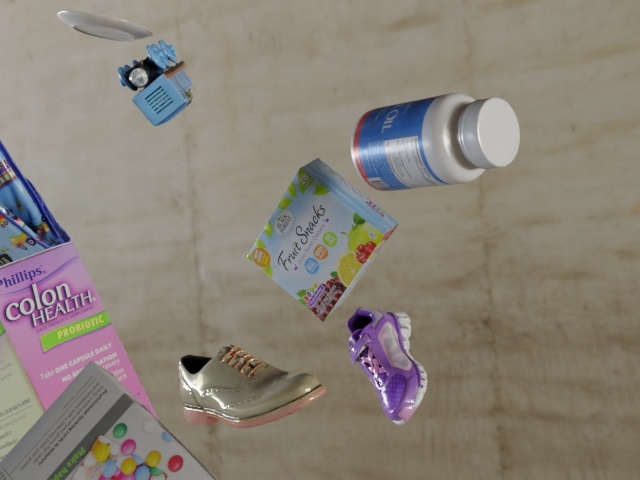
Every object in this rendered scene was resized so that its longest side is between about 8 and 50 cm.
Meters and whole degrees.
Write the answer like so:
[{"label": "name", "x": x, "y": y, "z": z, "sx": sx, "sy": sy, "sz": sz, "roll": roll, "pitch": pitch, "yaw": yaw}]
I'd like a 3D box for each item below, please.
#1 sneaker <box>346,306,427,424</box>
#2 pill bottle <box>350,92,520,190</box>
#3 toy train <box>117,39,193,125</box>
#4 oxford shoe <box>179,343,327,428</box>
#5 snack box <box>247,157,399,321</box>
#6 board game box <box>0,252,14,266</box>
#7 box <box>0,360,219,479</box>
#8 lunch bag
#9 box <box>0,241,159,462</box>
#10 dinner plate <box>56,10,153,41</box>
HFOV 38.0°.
[{"label": "sneaker", "x": 0.094, "y": 0.188, "z": 1.462, "sx": 0.105, "sy": 0.095, "sz": 0.236, "roll": 27, "pitch": -153, "yaw": -24}, {"label": "pill bottle", "x": 0.158, "y": -0.136, "z": 1.276, "sx": 0.124, "sy": 0.124, "sz": 0.222, "roll": -4, "pitch": 180, "yaw": -43}, {"label": "toy train", "x": -0.241, "y": -0.238, "z": 1.402, "sx": 0.080, "sy": 0.105, "sz": 0.184, "roll": -34, "pitch": -167, "yaw": 10}, {"label": "oxford shoe", "x": -0.158, "y": 0.284, "z": 1.856, "sx": 0.397, "sy": 0.146, "sz": 0.140, "roll": -12, "pitch": -172, "yaw": 41}, {"label": "snack box", "x": 0.000, "y": 0.000, "z": 1.514, "sx": 0.207, "sy": 0.174, "sz": 0.070, "roll": -56, "pitch": 169, "yaw": 32}, {"label": "board game box", "x": -0.440, "y": 0.128, "z": 1.320, "sx": 0.126, "sy": 0.186, "sz": 0.026, "roll": 39, "pitch": -147, "yaw": 27}, {"label": "box", "x": -0.154, "y": 0.198, "z": 0.670, "sx": 0.186, "sy": 0.145, "sz": 0.038, "roll": 36, "pitch": 171, "yaw": 31}, {"label": "lunch bag", "x": -0.567, "y": -0.045, "z": 1.572, "sx": 0.221, "sy": 0.293, "sz": 0.138, "roll": -19, "pitch": -152, "yaw": 44}, {"label": "box", "x": -0.318, "y": 0.157, "z": 1.048, "sx": 0.117, "sy": 0.242, "sz": 0.214, "roll": -26, "pitch": 179, "yaw": -43}, {"label": "dinner plate", "x": -0.320, "y": -0.314, "z": 1.378, "sx": 0.141, "sy": 0.017, "sz": 0.141, "roll": 9, "pitch": -178, "yaw": 0}]
